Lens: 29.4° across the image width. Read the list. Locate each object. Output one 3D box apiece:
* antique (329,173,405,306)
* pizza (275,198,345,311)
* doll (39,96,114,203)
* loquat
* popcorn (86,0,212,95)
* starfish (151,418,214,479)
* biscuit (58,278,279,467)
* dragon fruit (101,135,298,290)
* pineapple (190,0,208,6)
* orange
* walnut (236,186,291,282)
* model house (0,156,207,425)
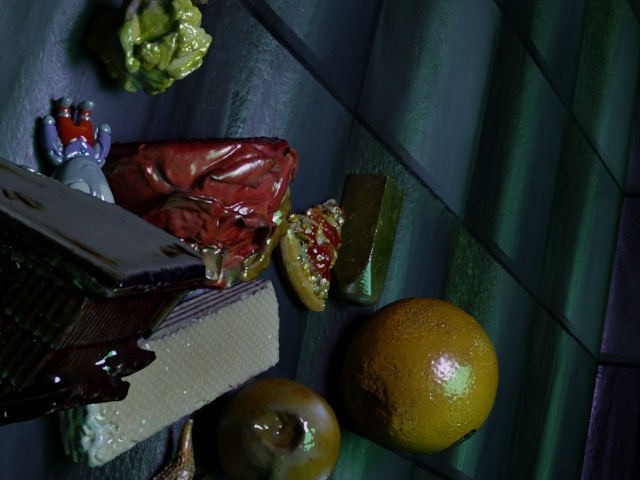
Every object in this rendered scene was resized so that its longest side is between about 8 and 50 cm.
[{"bbox_3d":[0.075,0.002,2.069,0.080,0.081,0.221,37,61,-54],"label":"antique"},{"bbox_3d":[0.000,0.000,1.965,0.199,0.062,0.188,-62,143,-38],"label":"pizza"},{"bbox_3d":[-0.291,-0.057,1.458,0.102,0.075,0.227,8,74,-43],"label":"doll"},{"bbox_3d":[-0.062,0.285,1.739,0.227,0.179,0.179,110,-7,-73],"label":"loquat"},{"bbox_3d":[-0.210,-0.248,1.510,0.126,0.145,0.125,33,70,-47],"label":"popcorn"},{"bbox_3d":[-0.197,0.410,1.640,0.293,0.084,0.301,-44,124,-48],"label":"starfish"},{"bbox_3d":[-0.192,0.166,1.633,0.426,0.078,0.144,-21,111,-57],"label":"biscuit"},{"bbox_3d":[-0.125,-0.033,1.595,0.317,0.152,0.205,-9,100,-45],"label":"dragon fruit"},{"bbox_3d":[-0.140,-0.396,1.663,0.251,0.125,0.125,-42,128,-57],"label":"pineapple"},{"bbox_3d":[0.167,0.230,2.070,0.274,0.274,0.274,-7,98,-59],"label":"orange"},{"bbox_3d":[-0.108,-0.029,1.770,0.143,0.069,0.170,55,52,-41],"label":"walnut"},{"bbox_3d":[-0.336,0.080,1.306,0.282,0.297,0.317,-58,168,11],"label":"model house"}]
